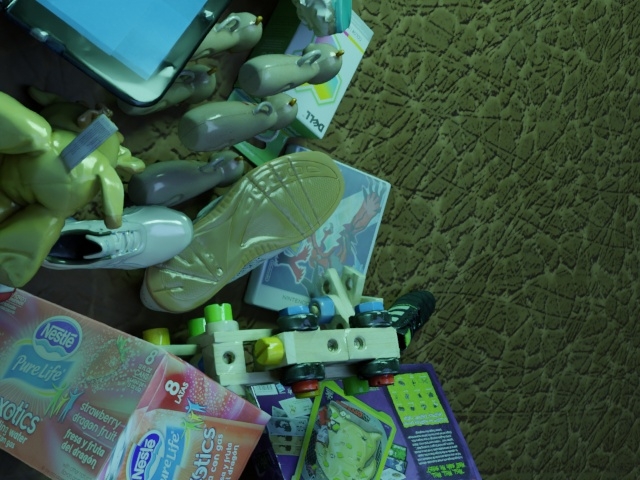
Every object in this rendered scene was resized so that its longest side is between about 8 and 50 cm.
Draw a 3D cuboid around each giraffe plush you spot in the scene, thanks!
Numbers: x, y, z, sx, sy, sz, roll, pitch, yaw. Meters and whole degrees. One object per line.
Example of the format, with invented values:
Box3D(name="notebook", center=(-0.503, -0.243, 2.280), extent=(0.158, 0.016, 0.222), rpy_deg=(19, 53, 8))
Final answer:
Box3D(name="giraffe plush", center=(-0.260, -0.078, 1.144), extent=(0.170, 0.210, 0.181), rpy_deg=(-73, 140, -71))

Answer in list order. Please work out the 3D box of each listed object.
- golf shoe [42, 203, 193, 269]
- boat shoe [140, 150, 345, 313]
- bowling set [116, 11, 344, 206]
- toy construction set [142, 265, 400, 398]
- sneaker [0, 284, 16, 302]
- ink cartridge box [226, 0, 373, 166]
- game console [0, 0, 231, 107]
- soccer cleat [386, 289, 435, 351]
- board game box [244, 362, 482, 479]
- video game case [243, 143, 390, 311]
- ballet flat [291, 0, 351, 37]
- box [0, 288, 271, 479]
Box3D(name="golf shoe", center=(-0.210, 0.006, 1.214), extent=(0.176, 0.086, 0.069), rpy_deg=(-7, 103, -17))
Box3D(name="boat shoe", center=(-0.095, -0.012, 1.365), extent=(0.277, 0.096, 0.098), rpy_deg=(-34, 95, -26))
Box3D(name="bowling set", center=(-0.115, -0.180, 1.253), extent=(0.154, 0.287, 0.199), rpy_deg=(-20, 79, -47))
Box3D(name="toy construction set", center=(-0.037, 0.125, 1.356), extent=(0.328, 0.215, 0.151), rpy_deg=(-18, 86, -38))
Box3D(name="sneaker", center=(-0.393, 0.076, 1.111), extent=(0.221, 0.087, 0.128), rpy_deg=(2, 111, -40))
Box3D(name="ink cartridge box", center=(-0.029, -0.189, 1.408), extent=(0.109, 0.062, 0.209), rpy_deg=(39, 71, -42))
Box3D(name="game console", center=(-0.180, -0.313, 1.088), extent=(0.250, 0.173, 0.293), rpy_deg=(90, 19, -46))
Box3D(name="soccer cleat", center=(0.103, 0.118, 1.600), extent=(0.179, 0.072, 0.060), rpy_deg=(-27, 117, -38))
Box3D(name="board game box", center=(0.055, 0.260, 1.519), extent=(0.347, 0.056, 0.208), rpy_deg=(4, 52, -45))
Box3D(name="video game case", center=(0.000, 0.000, 1.507), extent=(0.183, 0.023, 0.201), rpy_deg=(19, 85, -45))
Box3D(name="ballet flat", center=(-0.023, -0.425, 1.319), extent=(0.147, 0.147, 0.408), rpy_deg=(1, 92, -45))
Box3D(name="box", center=(-0.216, 0.157, 1.130), extent=(0.154, 0.300, 0.142), rpy_deg=(39, 73, -41))
